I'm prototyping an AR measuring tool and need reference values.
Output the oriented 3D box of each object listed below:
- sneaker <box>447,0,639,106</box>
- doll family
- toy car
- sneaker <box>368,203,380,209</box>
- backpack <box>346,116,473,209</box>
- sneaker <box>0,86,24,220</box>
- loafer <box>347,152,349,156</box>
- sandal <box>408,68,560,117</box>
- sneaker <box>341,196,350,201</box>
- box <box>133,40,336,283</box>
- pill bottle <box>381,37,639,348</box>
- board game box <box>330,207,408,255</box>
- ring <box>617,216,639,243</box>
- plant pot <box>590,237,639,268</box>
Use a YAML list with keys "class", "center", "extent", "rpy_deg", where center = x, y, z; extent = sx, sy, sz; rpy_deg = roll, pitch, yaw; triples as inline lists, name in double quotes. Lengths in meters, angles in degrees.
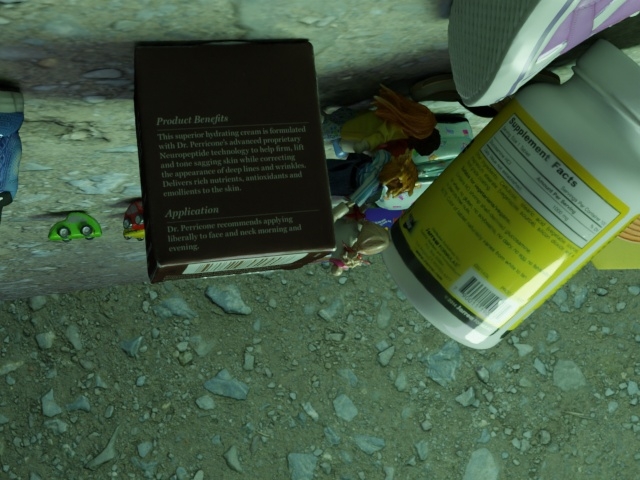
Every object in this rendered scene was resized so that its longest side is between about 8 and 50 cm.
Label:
- class: "sneaker"
  center: [0.201, -0.179, 0.562]
  extent: [0.160, 0.102, 0.282]
  rpy_deg: [-9, 174, -9]
- class: "doll family"
  center: [0.048, -0.091, 0.850]
  extent: [0.163, 0.263, 0.118]
  rpy_deg: [4, 140, 33]
- class: "toy car"
  center: [-0.404, -0.034, 1.413]
  extent: [0.224, 0.053, 0.239]
  rpy_deg: [-5, 173, -13]
- class: "sneaker"
  center: [0.251, -0.024, 1.599]
  extent: [0.202, 0.185, 0.483]
  rpy_deg: [-24, -170, -15]
- class: "backpack"
  center: [0.134, -0.109, 1.051]
  extent: [0.181, 0.115, 0.152]
  rpy_deg: [-10, 171, -6]
- class: "sneaker"
  center: [-0.419, -0.055, 0.776]
  extent: [0.329, 0.147, 0.129]
  rpy_deg: [-12, 172, 44]
- class: "loafer"
  center: [0.075, -0.115, 1.217]
  extent: [0.056, 0.050, 0.148]
  rpy_deg: [-9, 173, 16]
- class: "sandal"
  center: [0.193, -0.168, 0.868]
  extent: [0.180, 0.049, 0.072]
  rpy_deg: [-6, 174, -11]
- class: "sneaker"
  center: [0.100, -0.102, 1.400]
  extent: [0.118, 0.042, 0.067]
  rpy_deg: [-13, 180, -24]
- class: "box"
  center: [-0.093, -0.070, 0.736]
  extent: [0.168, 0.203, 0.167]
  rpy_deg: [-5, 173, -15]
- class: "pill bottle"
  center: [0.239, -0.050, 0.829]
  extent: [0.334, 0.188, 0.188]
  rpy_deg: [-47, 157, 20]
- class: "board game box"
  center: [0.000, 0.000, 1.403]
  extent: [0.346, 0.078, 0.233]
  rpy_deg: [-7, 175, -27]
- class: "ring"
  center: [0.532, -0.121, 1.018]
  extent: [0.336, 0.032, 0.337]
  rpy_deg: [-10, 138, -9]
- class: "plant pot"
  center: [0.547, -0.061, 1.261]
  extent: [0.212, 0.187, 0.212]
  rpy_deg: [-4, -165, 46]
